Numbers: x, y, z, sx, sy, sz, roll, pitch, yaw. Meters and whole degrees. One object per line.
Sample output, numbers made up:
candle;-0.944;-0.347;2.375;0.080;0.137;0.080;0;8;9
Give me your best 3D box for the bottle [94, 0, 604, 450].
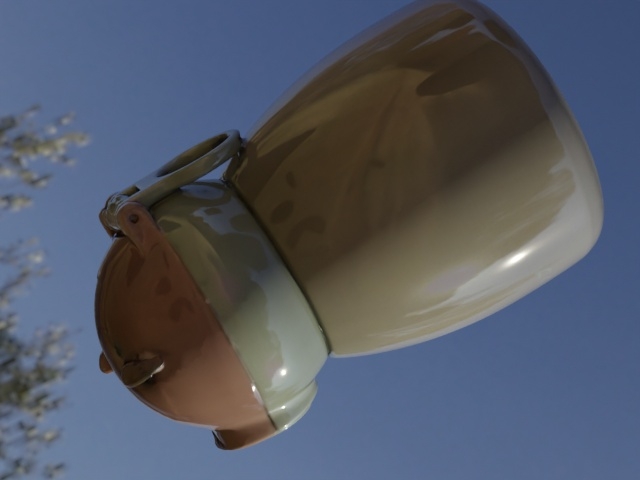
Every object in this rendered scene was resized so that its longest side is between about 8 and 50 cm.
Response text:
bottle;0.000;0.000;0.715;0.148;0.236;0.147;56;-9;14
